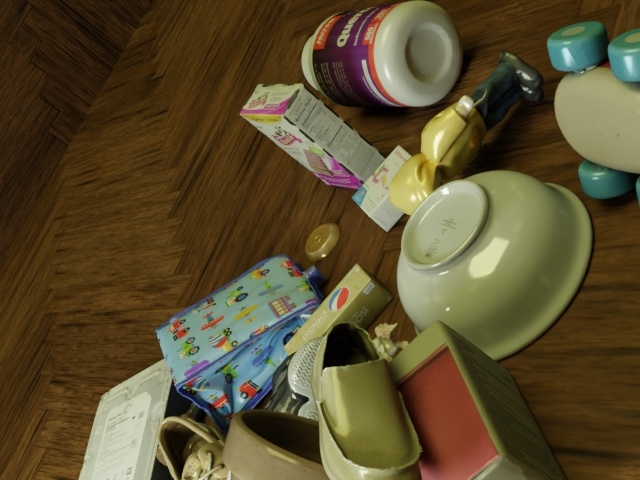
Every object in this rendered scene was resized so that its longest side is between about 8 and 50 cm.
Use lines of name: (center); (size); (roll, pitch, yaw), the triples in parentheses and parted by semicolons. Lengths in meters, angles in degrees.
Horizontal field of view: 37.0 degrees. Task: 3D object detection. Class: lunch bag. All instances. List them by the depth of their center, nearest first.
lunch bag: (-0.116, 0.142, 1.624); (0.293, 0.138, 0.221); (-42, 28, 0)

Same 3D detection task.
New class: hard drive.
hard drive: (-0.340, 0.388, 1.715); (0.237, 0.064, 0.339); (-30, 36, 33)

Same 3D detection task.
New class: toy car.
toy car: (0.436, -0.184, 1.180); (0.238, 0.219, 0.210); (-28, 25, -17)

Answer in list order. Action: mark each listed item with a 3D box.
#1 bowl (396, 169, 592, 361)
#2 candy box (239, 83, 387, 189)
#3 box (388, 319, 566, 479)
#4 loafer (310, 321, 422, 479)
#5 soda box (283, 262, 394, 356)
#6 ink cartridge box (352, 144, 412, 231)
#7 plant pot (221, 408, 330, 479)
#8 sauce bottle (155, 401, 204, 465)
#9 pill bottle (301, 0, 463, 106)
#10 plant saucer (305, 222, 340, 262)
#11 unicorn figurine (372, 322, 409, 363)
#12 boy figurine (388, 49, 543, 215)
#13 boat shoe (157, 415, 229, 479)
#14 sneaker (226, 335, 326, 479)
bowl: (0.205, 0.010, 1.300); (0.298, 0.134, 0.298); (-35, 34, 27)
candy box: (-0.009, -0.181, 1.691); (0.159, 0.233, 0.071); (13, 68, 58)
box: (0.168, 0.231, 1.100); (0.127, 0.148, 0.232); (-44, 30, 16)
loafer: (0.040, 0.181, 1.058); (0.102, 0.092, 0.268); (-8, 28, -12)
soda box: (0.027, 0.128, 1.491); (0.181, 0.058, 0.061); (-49, 30, 5)
ink cartridge box: (0.122, -0.088, 1.596); (0.122, 0.052, 0.088); (-47, 30, 6)
plant pot: (-0.014, 0.356, 1.163); (0.263, 0.263, 0.229); (16, 89, 58)
sauce bottle: (-0.234, 0.326, 1.635); (0.042, 0.042, 0.128); (-23, 24, 40)
pill bottle: (0.099, -0.336, 1.760); (0.323, 0.181, 0.181); (12, 68, 57)
plant saucer: (0.000, 0.000, 1.705); (0.083, 0.015, 0.083); (-34, 35, 28)
unicorn figurine: (0.082, 0.193, 1.340); (0.111, 0.060, 0.162); (8, 79, 66)
boy figurine: (0.213, -0.156, 1.439); (0.092, 0.177, 0.285); (39, 81, 21)
boat shoe: (-0.164, 0.369, 1.445); (0.122, 0.110, 0.341); (-55, 30, -5)
sneaker: (-0.048, 0.262, 1.383); (0.268, 0.101, 0.153); (-59, 3, -9)
